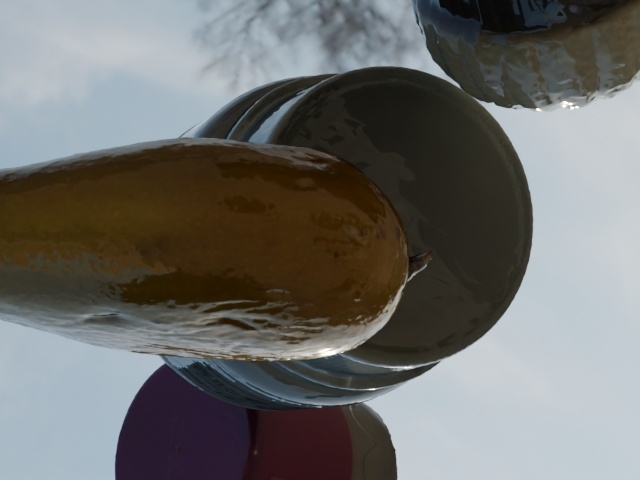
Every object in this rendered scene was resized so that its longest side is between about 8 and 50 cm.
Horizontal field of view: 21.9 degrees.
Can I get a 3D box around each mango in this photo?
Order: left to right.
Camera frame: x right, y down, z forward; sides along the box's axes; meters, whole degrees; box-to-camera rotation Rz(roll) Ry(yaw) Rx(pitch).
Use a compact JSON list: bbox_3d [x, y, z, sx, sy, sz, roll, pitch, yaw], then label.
[{"bbox_3d":[-0.085,0.007,0.918,0.317,0.176,0.119,0,-101,-14],"label":"mango"}]

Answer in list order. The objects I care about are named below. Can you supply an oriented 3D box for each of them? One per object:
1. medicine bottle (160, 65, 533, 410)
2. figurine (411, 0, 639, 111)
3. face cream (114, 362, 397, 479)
[{"bbox_3d":[0.000,0.000,1.210,0.245,0.306,0.245,3,-98,-19],"label":"medicine bottle"},{"bbox_3d":[0.093,-0.203,0.977,0.332,0.204,0.185,24,-162,-40],"label":"figurine"},{"bbox_3d":[-0.054,0.199,1.445,0.195,0.175,0.175,22,-131,-45],"label":"face cream"}]
